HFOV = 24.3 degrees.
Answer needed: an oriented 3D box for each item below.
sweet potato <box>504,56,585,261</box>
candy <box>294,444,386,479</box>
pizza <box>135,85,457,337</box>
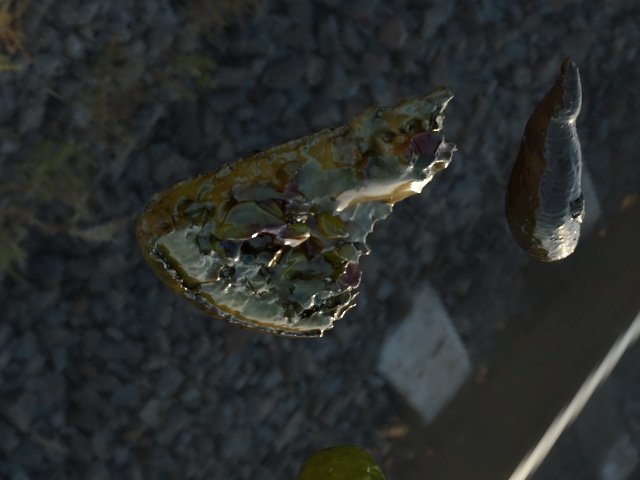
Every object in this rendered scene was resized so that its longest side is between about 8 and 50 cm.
[{"bbox_3d":[0.173,-0.047,1.144,0.068,0.068,0.226,-41,148,-26],"label":"sweet potato"},{"bbox_3d":[0.014,0.205,0.818,0.106,0.199,0.094,-21,145,24],"label":"candy"},{"bbox_3d":[0.000,0.000,1.292,0.288,0.074,0.251,-22,147,-3],"label":"pizza"}]
